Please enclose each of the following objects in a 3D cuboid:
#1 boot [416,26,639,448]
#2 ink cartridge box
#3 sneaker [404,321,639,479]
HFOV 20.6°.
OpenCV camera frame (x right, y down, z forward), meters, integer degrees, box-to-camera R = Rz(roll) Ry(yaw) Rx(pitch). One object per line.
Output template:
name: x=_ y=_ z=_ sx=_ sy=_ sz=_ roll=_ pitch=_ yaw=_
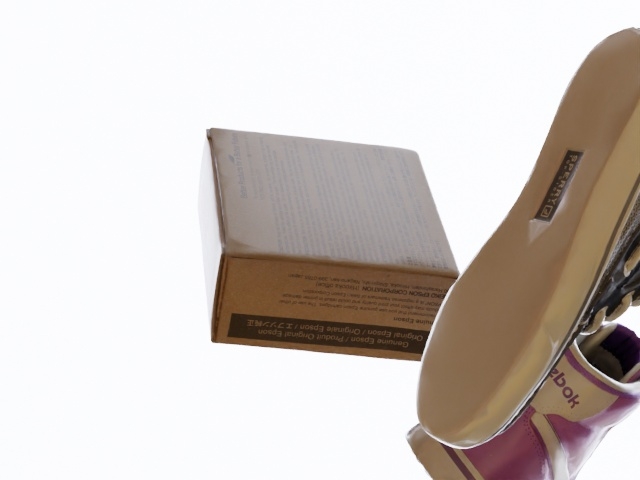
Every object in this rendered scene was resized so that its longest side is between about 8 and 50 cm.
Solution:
boot: x=0.118 y=0.013 z=0.734 sx=0.086 sy=0.069 sz=0.190 roll=30 pitch=-90 yaw=-31
ink cartridge box: x=0.000 y=0.000 z=1.459 sx=0.193 sy=0.235 sz=0.088 roll=5 pitch=-61 yaw=-9
sneaker: x=0.161 y=0.131 z=1.181 sx=0.161 sy=0.282 sz=0.102 roll=-39 pitch=-106 yaw=0
